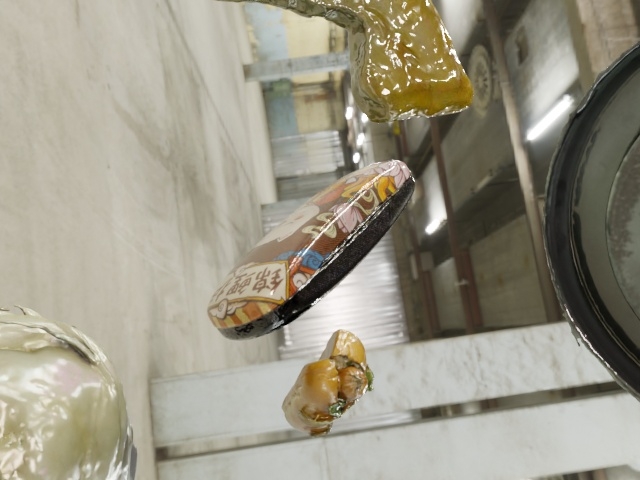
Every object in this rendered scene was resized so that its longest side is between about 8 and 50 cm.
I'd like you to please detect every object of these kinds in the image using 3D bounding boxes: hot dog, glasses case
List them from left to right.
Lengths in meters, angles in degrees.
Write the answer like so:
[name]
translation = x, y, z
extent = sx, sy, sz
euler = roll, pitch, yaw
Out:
[glasses case]
translation = 0.000, 0.000, 0.694
extent = 0.321, 0.122, 0.082
euler = -44, 111, -41
[hot dog]
translation = 0.009, 0.170, 0.702
extent = 0.072, 0.109, 0.269
euler = 38, -20, 7

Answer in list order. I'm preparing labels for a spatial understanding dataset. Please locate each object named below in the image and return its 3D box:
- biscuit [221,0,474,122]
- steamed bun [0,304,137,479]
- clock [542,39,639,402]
[biscuit]
translation = 0.008, -0.152, 0.405
extent = 0.039, 0.174, 0.183
euler = -40, -108, 57
[steamed bun]
translation = -0.280, 0.217, 0.564
extent = 0.280, 0.207, 0.268
euler = -61, -158, 28
[clock]
translation = 0.299, -0.005, 0.390
extent = 0.312, 0.061, 0.313
euler = 17, -66, 44
